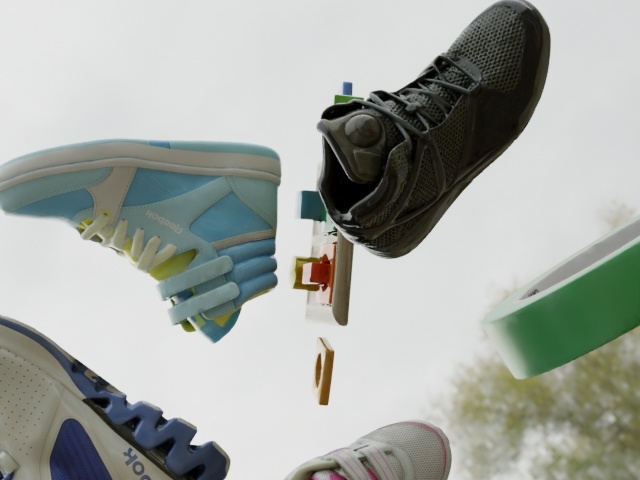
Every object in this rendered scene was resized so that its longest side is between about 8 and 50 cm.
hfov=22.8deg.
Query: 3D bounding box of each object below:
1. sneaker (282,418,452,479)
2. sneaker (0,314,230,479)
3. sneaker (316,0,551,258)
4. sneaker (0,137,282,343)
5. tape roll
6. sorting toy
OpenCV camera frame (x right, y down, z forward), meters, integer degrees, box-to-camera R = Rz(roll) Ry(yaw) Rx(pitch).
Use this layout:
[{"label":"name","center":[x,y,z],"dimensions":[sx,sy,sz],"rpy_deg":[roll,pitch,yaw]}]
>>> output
[{"label":"sneaker","center":[0.027,0.238,1.436],"dimensions":[0.252,0.103,0.111],"rpy_deg":[-32,-17,-28]},{"label":"sneaker","center":[-0.239,0.189,1.293],"dimensions":[0.127,0.315,0.182],"rpy_deg":[-41,22,57]},{"label":"sneaker","center":[0.081,-0.094,1.187],"dimensions":[0.227,0.087,0.130],"rpy_deg":[-50,-29,8]},{"label":"sneaker","center":[-0.178,0.006,1.633],"dimensions":[0.319,0.208,0.127],"rpy_deg":[-2,-10,-23]},{"label":"tape roll","center":[0.332,0.038,1.740],"dimensions":[0.321,0.077,0.321],"rpy_deg":[-31,-1,-1]},{"label":"sorting toy","center":[0.000,0.000,1.681],"dimensions":[0.047,0.196,0.347],"rpy_deg":[5,-93,-9]}]
